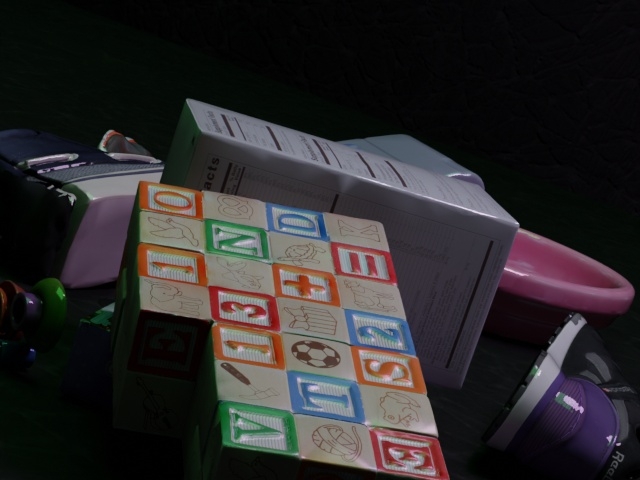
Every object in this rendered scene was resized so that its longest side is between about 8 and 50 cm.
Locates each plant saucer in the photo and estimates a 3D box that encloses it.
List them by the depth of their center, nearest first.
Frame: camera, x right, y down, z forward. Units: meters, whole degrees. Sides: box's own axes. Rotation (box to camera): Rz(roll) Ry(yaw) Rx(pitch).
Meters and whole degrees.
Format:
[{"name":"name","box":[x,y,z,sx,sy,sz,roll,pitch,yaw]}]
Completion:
[{"name":"plant saucer","box":[0.179,0.035,1.931,0.332,0.084,0.332,18,10,-3]}]

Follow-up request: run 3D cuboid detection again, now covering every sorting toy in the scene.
[{"name":"sorting toy","box":[-0.214,0.054,1.187,0.042,0.061,0.102,11,-10,-34]}]

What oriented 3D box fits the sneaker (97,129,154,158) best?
[{"name":"sneaker","box":[-0.215,-0.086,1.961,0.065,0.061,0.158,26,11,7]}]

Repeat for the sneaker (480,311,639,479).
[{"name":"sneaker","box":[0.215,0.147,1.415,0.124,0.107,0.283,35,16,8]}]

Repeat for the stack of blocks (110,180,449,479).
[{"name":"stack of blocks","box":[-0.035,0.080,1.058,0.171,0.087,0.297,10,27,-12]}]

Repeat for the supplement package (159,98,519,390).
[{"name":"supplement package","box":[0.000,0.000,1.293,0.244,0.139,0.134,17,11,-13]}]

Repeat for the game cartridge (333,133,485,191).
[{"name":"game cartridge","box":[-0.002,-0.050,1.831,0.297,0.062,0.198,-12,24,-18]}]

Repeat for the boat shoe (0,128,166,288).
[{"name":"boat shoe","box":[-0.170,-0.040,1.572,0.158,0.127,0.340,33,17,31]}]

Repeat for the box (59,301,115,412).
[{"name":"box","box":[-0.048,0.093,1.279,0.201,0.057,0.293,19,10,8]}]
